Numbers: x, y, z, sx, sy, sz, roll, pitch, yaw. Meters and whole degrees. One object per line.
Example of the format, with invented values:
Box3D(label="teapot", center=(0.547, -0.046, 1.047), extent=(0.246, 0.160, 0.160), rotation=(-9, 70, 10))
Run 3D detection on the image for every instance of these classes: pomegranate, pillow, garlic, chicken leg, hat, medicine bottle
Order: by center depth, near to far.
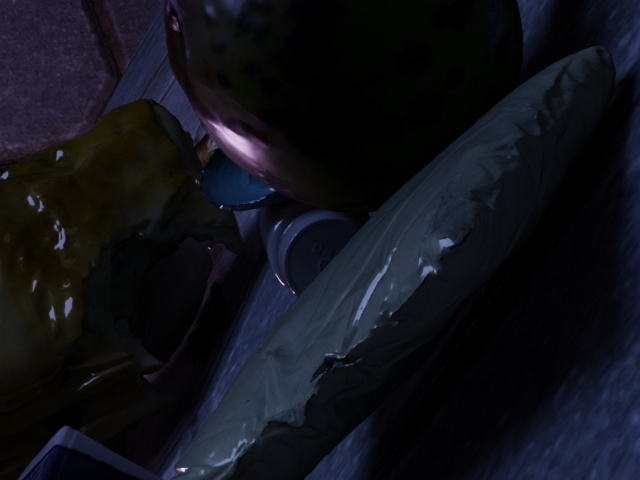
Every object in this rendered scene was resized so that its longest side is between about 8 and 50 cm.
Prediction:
Box3D(label="pillow", center=(0.041, 0.032, 0.977), extent=(0.281, 0.076, 0.274), rotation=(-46, 1, 33))
Box3D(label="pomegranate", center=(0.047, -0.139, 1.149), extent=(0.242, 0.306, 0.242), rotation=(10, 102, 52))
Box3D(label="medicine bottle", center=(0.000, 0.000, 1.281), extent=(0.080, 0.080, 0.130), rotation=(-57, 12, 8))
Box3D(label="hat", center=(-0.005, -0.089, 1.290), extent=(0.191, 0.078, 0.138), rotation=(-25, 20, -26))
Box3D(label="chicken leg", center=(-0.100, 0.073, 1.626), extent=(0.036, 0.021, 0.083), rotation=(-23, 43, 59))
Box3D(label="garlic", center=(-0.207, 0.030, 1.801), extent=(0.217, 0.110, 0.228), rotation=(-1, 35, 32))

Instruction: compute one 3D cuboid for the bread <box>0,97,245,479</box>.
Box3D(label="bread", center=(-0.246, 0.052, 1.611), extent=(0.370, 0.191, 0.314), rotation=(-30, 55, 3))

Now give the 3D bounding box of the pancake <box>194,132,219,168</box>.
Box3D(label="pancake", center=(-0.059, -0.188, 1.991), extent=(0.212, 0.056, 0.257), rotation=(-40, 23, 55))

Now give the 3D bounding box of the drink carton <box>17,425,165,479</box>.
Box3D(label="drink carton", center=(-0.171, 0.259, 1.224), extent=(0.102, 0.134, 0.222), rotation=(-45, 20, 41))
